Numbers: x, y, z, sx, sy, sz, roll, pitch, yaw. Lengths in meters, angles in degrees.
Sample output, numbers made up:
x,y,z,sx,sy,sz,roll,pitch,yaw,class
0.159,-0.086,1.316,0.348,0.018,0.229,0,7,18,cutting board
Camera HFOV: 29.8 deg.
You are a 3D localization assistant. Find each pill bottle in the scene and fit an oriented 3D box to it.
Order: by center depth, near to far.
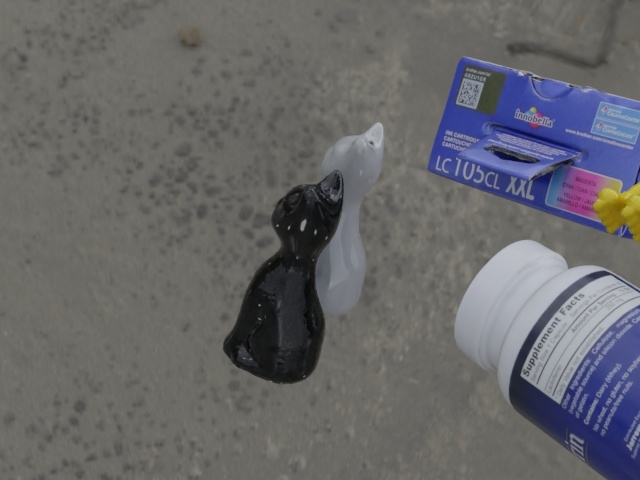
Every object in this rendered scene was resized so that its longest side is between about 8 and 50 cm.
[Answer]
x,y,z,sx,sy,sz,roll,pitch,yaw,class
0.250,0.114,1.036,0.153,0.153,0.264,-32,48,-25,pill bottle

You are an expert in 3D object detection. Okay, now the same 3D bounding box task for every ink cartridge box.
x,y,z,sx,sy,sz,roll,pitch,yaw,class
0.317,-0.098,1.398,0.270,0.151,0.395,23,9,40,ink cartridge box

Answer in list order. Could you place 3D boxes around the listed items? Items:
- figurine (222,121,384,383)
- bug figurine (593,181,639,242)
x,y,z,sx,sy,sz,roll,pitch,yaw,class
0.000,0.000,1.176,0.092,0.209,0.215,23,32,10,figurine
0.238,0.044,0.527,0.216,0.279,0.072,26,71,43,bug figurine
